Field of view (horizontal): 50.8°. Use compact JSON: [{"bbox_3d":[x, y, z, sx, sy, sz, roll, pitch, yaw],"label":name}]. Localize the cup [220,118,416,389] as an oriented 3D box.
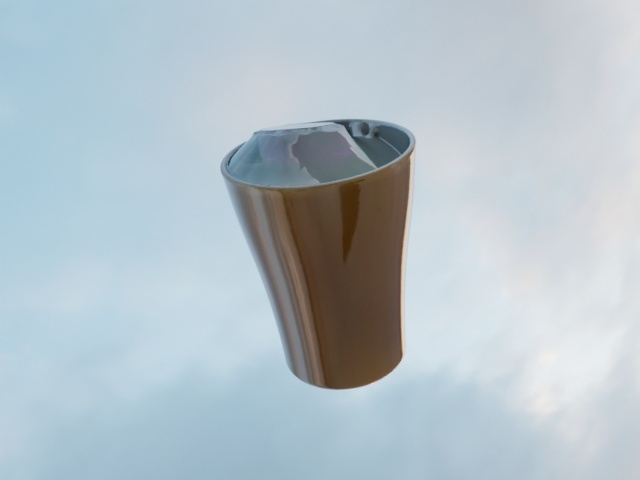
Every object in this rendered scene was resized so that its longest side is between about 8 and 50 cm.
[{"bbox_3d":[0.000,0.000,0.687,0.182,0.226,0.264,-19,-62,-21],"label":"cup"}]
